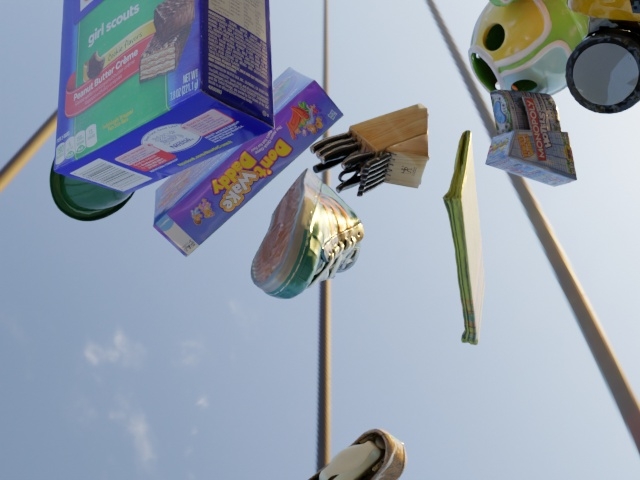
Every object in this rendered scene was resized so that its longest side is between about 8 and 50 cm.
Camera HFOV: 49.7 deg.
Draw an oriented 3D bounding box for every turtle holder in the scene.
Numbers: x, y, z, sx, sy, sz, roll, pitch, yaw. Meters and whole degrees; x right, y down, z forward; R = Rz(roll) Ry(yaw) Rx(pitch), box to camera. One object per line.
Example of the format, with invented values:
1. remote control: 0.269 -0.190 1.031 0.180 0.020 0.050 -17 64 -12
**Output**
1. turtle holder: 0.429 -0.414 1.405 0.243 0.227 0.320 55 -178 8

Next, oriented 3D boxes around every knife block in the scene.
1. knife block: 0.102 -0.202 1.453 0.242 0.088 0.275 12 -137 -2

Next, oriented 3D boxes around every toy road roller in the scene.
1. toy road roller: 0.433 -0.265 0.733 0.202 0.330 0.240 -40 -45 -42

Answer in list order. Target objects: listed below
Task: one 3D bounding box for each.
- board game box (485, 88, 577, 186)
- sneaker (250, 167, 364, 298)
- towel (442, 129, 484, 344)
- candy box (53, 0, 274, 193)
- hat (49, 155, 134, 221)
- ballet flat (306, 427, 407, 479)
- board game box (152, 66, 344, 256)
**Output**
1. board game box: 0.397 -0.201 1.337 0.194 0.060 0.194 -5 -98 -35
2. sneaker: 0.000 0.000 0.855 0.121 0.108 0.302 36 -159 -10
3. towel: 0.156 0.005 0.741 0.237 0.021 0.102 72 -154 -45
4. candy box: -0.195 -0.251 0.848 0.122 0.268 0.317 22 -122 -49
5. hat: -0.318 -0.092 1.130 0.184 0.208 0.173 31 -152 35
6. ballet flat: -0.001 0.407 1.095 0.316 0.106 0.107 -39 -131 -15
7. board game box: -0.138 -0.147 1.204 0.078 0.347 0.233 47 -176 -22
